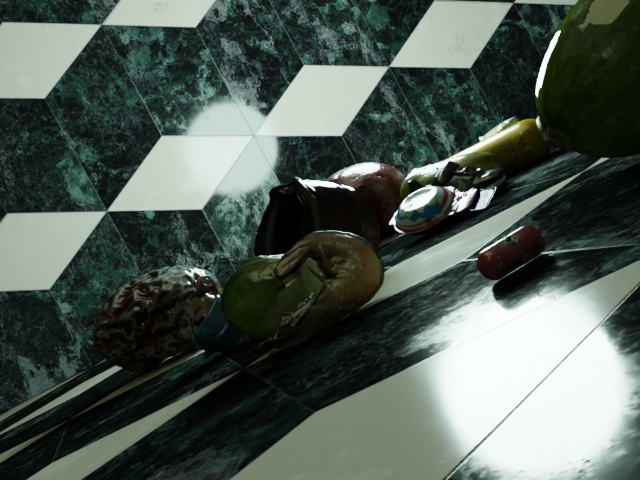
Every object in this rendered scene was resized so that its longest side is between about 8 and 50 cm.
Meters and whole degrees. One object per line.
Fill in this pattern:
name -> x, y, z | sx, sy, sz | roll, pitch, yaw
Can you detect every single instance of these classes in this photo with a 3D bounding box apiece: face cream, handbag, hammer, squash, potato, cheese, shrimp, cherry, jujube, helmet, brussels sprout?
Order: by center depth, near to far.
hammer -> 0.218, 0.013, 0.991 | 0.083, 0.043, 0.043 | -28, 3, -15
shrimp -> -0.014, 0.075, 1.299 | 0.251, 0.143, 0.052 | -37, -21, -29
squash -> 0.462, -0.261, 1.307 | 0.309, 0.310, 0.310 | -36, 2, 11
brussels sprout -> -0.074, 0.092, 1.395 | 0.161, 0.144, 0.180 | 15, -30, -31
helmet -> 0.000, 0.000, 1.640 | 0.177, 0.225, 0.305 | -1, -10, -22
cheese -> 0.241, -0.068, 1.749 | 0.244, 0.062, 0.155 | -10, 34, 42
potato -> 0.300, -0.130, 1.972 | 0.251, 0.113, 0.149 | -14, -5, 20
jujube -> -0.369, 0.177, 1.994 | 0.317, 0.226, 0.226 | -21, 6, 23
face cream -> 0.416, -0.196, 2.047 | 0.348, 0.105, 0.105 | -27, 4, 28
handbag -> 0.473, -0.242, 2.162 | 0.095, 0.117, 0.173 | -40, 4, -11
cherry -> 0.115, -0.097, 2.162 | 0.230, 0.203, 0.300 | -31, 0, 44

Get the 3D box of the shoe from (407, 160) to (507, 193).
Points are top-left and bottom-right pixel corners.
shoe -> 0.284, -0.116, 1.851 | 0.227, 0.112, 0.099 | -29, 1, 27

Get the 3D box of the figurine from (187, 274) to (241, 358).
figurine -> -0.193, 0.127, 1.641 | 0.114, 0.144, 0.178 | -33, 10, 46
